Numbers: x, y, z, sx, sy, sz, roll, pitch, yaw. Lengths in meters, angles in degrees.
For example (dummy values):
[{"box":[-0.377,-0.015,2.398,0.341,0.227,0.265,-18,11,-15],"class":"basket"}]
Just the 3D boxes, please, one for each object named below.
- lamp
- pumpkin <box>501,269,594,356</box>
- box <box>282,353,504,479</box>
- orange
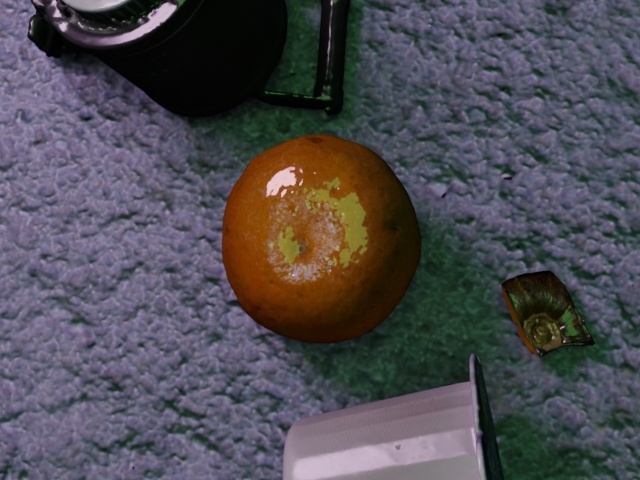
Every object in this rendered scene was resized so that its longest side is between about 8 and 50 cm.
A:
[{"box":[-0.159,-0.267,1.197,0.374,0.272,0.205,4,78,4],"class":"lamp"},{"box":[0.249,0.084,1.211,0.073,0.035,0.101,-18,72,-13],"class":"pumpkin"},{"box":[0.076,0.254,1.062,0.206,0.291,0.262,-12,79,11],"class":"box"},{"box":[0.000,0.000,1.175,0.224,0.170,0.224,-1,88,15],"class":"orange"}]
